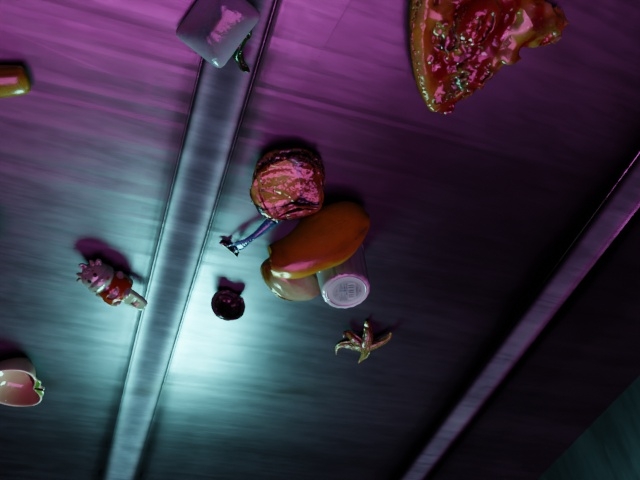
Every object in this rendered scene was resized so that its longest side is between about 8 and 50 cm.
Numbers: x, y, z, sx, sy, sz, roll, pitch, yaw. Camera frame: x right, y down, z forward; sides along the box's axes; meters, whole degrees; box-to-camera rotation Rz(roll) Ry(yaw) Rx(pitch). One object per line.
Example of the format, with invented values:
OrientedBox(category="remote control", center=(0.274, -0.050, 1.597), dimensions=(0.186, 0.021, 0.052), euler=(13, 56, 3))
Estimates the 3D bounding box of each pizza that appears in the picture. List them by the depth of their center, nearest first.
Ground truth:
OrientedBox(category="pizza", center=(0.419, -0.523, 1.591), dimensions=(0.406, 0.130, 0.440), euler=(-9, 131, 2))

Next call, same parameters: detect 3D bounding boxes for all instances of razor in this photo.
OrientedBox(category="razor", center=(-0.187, -0.029, 1.972), dimensions=(0.253, 0.042, 0.082), euler=(-33, 126, 17))

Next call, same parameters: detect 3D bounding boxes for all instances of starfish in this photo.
OrientedBox(category="starfish", center=(0.158, 0.382, 2.370), dimensions=(0.213, 0.057, 0.238), euler=(-5, 130, 4))

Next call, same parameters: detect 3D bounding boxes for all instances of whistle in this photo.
OrientedBox(category="whistle", center=(-0.644, 0.144, 2.009), dimensions=(0.102, 0.105, 0.253), euler=(-22, 132, 32))

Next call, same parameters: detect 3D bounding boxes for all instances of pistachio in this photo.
OrientedBox(category="pistachio", center=(-0.096, 0.119, 2.050), dimensions=(0.144, 0.144, 0.215), euler=(-40, 123, 23))

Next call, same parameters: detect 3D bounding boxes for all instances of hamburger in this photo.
OrientedBox(category="hamburger", center=(-0.092, -0.161, 1.833), dimensions=(0.231, 0.106, 0.231), euler=(-2, 129, -3))

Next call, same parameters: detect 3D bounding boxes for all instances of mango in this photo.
OrientedBox(category="mango", center=(0.001, 0.003, 1.878), dimensions=(0.359, 0.187, 0.144), euler=(-38, 145, -29))

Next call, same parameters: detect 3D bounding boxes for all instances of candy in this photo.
OrientedBox(category="candy", center=(-0.242, -0.509, 1.528), dimensions=(0.138, 0.071, 0.174), euler=(36, 117, -19))

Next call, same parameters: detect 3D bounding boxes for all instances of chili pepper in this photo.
OrientedBox(category="chili pepper", center=(-0.198, -0.469, 1.597), dimensions=(0.055, 0.035, 0.118), euler=(11, 126, 3))

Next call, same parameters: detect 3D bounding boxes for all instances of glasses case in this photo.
OrientedBox(category="glasses case", center=(-0.821, -0.378, 1.556), dimensions=(0.234, 0.064, 0.079), euler=(-6, 138, -5))

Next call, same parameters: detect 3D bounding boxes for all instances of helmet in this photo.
OrientedBox(category="helmet", center=(-0.312, 0.218, 2.136), dimensions=(0.123, 0.098, 0.070), euler=(21, 155, -20))

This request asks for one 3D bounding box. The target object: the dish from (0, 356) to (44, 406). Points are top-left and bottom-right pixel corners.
OrientedBox(category="dish", center=(-1.044, 0.476, 2.234), dimensions=(0.213, 0.090, 0.213), euler=(-3, 130, -3))

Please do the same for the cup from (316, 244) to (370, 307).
OrientedBox(category="cup", center=(0.039, 0.094, 2.006), dimensions=(0.221, 0.202, 0.167), euler=(-4, 128, -6))
